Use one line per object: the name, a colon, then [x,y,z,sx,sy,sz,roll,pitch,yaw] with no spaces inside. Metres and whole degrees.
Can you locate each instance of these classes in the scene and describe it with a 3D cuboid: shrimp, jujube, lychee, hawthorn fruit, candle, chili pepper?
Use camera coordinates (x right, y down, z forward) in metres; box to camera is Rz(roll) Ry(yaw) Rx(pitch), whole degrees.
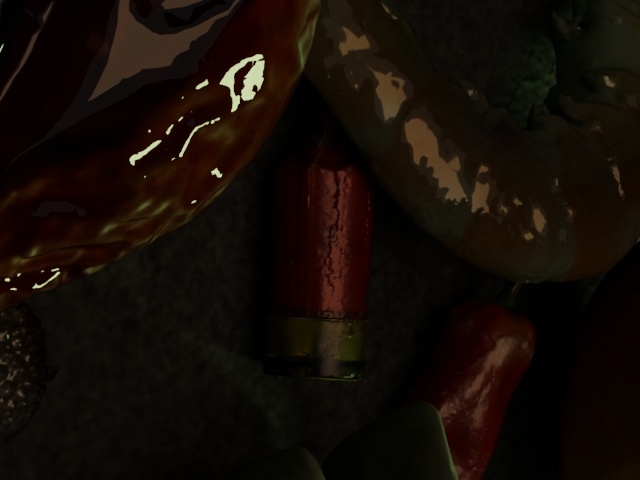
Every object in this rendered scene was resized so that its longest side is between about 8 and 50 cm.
shrimp: [0.090,-0.068,0.701,0.287,0.068,0.185,5,71,-32]
jujube: [-0.105,-0.065,0.525,0.236,0.168,0.168,-50,119,-21]
lychee: [-0.143,0.051,0.559,0.083,0.068,0.067,-8,56,-34]
hawthorn fruit: [0.222,0.115,0.746,0.210,0.210,0.262,-3,116,-37]
candle: [0.000,0.000,0.669,0.052,0.052,0.131,3,89,-37]
chili pepper: [0.070,0.087,0.725,0.059,0.050,0.191,33,80,-35]

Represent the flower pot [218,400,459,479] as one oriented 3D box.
flower pot: [-0.025,0.252,0.555,0.367,0.164,0.254,-38,90,-30]
